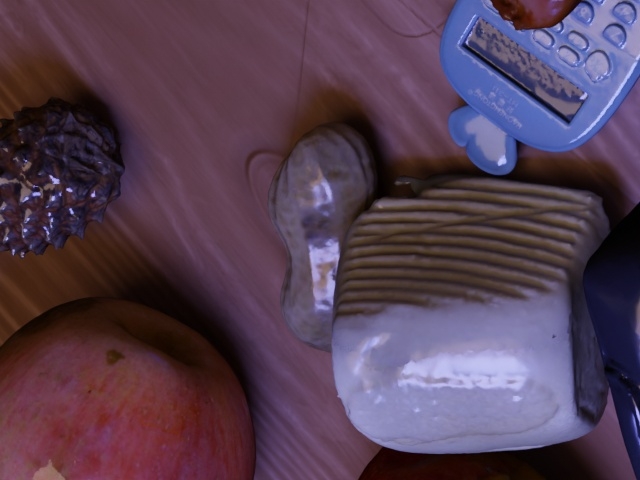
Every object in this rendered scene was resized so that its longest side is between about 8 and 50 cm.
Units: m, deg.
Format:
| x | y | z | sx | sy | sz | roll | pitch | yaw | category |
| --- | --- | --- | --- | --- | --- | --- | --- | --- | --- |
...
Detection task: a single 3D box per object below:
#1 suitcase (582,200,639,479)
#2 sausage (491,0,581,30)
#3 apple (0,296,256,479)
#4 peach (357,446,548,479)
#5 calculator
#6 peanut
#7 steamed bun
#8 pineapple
| x | y | z | sx | sy | sz | roll | pitch | yaw | category |
| --- | --- | --- | --- | --- | --- | --- | --- | --- | --- |
| 0.371 | 0.106 | 1.196 | 0.188 | 0.339 | 0.345 | -7 | 108 | 38 | suitcase |
| 0.263 | -0.327 | 1.193 | 0.097 | 0.094 | 0.348 | 48 | 121 | 24 | sausage |
| -0.249 | 0.241 | 1.642 | 0.364 | 0.364 | 0.364 | 13 | 118 | 26 | apple |
| 0.153 | 0.382 | 1.484 | 0.290 | 0.372 | 0.373 | -5 | 112 | 2 | peach |
| 0.216 | -0.194 | 1.338 | 0.188 | 0.042 | 0.303 | 38 | 126 | 10 | calculator |
| 0.000 | 0.000 | 1.520 | 0.125 | 0.111 | 0.274 | 16 | 119 | 30 | peanut |
| 0.164 | 0.109 | 1.400 | 0.290 | 0.273 | 0.272 | -7 | 126 | 29 | steamed bun |
| -0.380 | -0.041 | 1.718 | 0.361 | 0.175 | 0.175 | -33 | 93 | 47 | pineapple |
